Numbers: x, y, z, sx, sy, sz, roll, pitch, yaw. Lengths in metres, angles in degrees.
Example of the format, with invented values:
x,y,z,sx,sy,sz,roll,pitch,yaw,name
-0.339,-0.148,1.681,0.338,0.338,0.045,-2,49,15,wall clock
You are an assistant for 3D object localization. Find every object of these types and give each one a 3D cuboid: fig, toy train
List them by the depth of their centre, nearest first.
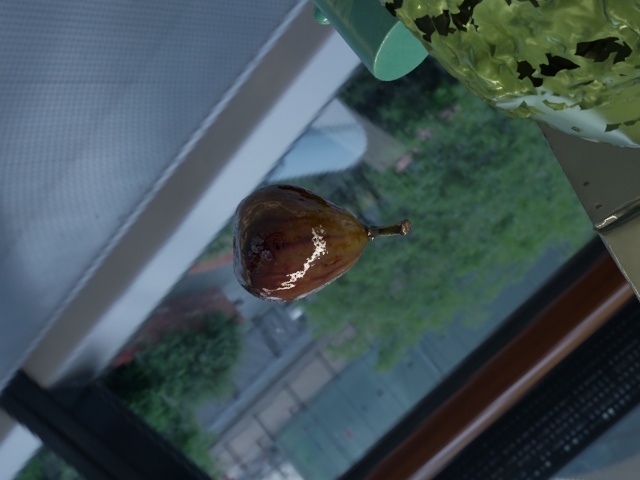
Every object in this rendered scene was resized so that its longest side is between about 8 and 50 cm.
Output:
x,y,z,sx,sy,sz,roll,pitch,yaw,name
0.000,0.000,0.798,0.125,0.088,0.089,-2,158,-7,fig
0.039,-0.258,0.998,0.101,0.248,0.159,0,137,-45,toy train

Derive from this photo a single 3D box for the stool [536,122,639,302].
x,y,z,sx,sy,sz,roll,pitch,yaw,name
0.414,-0.047,1.359,0.170,0.243,0.269,-30,-147,13,stool

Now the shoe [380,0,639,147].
x,y,z,sx,sy,sz,roll,pitch,yaw,name
0.033,-0.140,0.325,0.140,0.262,0.128,-30,-164,49,shoe
